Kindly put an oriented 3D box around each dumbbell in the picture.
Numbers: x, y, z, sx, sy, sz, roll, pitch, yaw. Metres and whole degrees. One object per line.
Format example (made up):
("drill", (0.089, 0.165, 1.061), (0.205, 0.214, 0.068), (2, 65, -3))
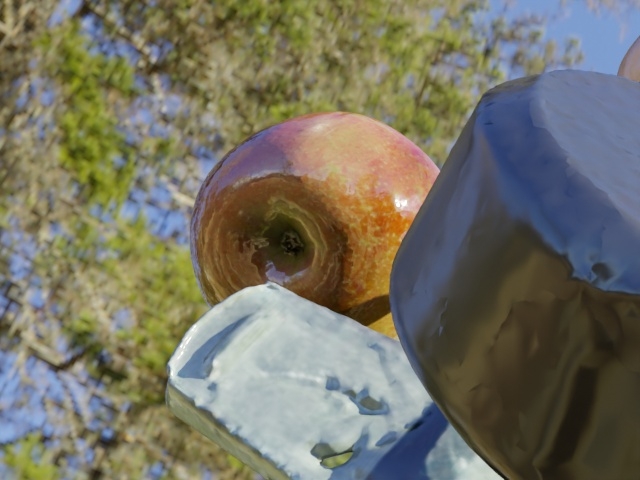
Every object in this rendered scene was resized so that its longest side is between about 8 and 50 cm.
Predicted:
("dumbbell", (0.071, 0.128, 0.500), (0.203, 0.204, 0.322), (25, -66, -5))

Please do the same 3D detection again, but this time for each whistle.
("whistle", (0.070, 0.181, 1.141), (0.405, 0.168, 0.188), (45, -31, 1))

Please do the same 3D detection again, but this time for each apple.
("apple", (0.000, 0.000, 1.862), (0.319, 0.277, 0.319), (5, -73, 15))

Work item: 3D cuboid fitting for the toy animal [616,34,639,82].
("toy animal", (0.358, -0.092, 1.602), (0.213, 0.195, 0.256), (22, -57, -24))
